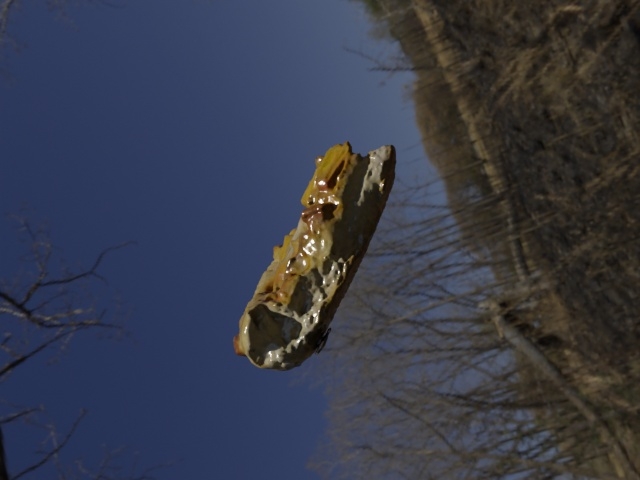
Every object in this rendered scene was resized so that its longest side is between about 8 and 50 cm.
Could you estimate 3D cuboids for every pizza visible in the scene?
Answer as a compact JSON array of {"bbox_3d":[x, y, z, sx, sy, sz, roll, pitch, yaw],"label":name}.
[{"bbox_3d":[0.000,0.000,0.461,0.062,0.161,0.182,34,-147,-3],"label":"pizza"}]
